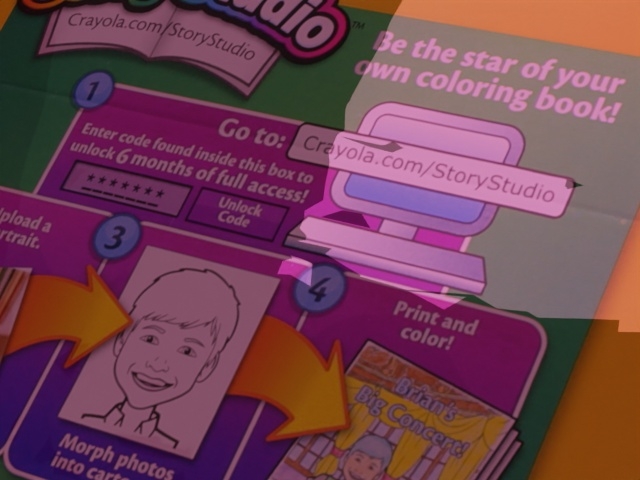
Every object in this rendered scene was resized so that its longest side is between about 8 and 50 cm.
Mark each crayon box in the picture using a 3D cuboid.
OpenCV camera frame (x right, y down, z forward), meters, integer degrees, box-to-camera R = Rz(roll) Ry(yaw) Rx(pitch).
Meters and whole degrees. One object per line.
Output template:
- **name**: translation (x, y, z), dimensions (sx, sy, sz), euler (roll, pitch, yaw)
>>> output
- **crayon box**: translation (-0.022, 0.037, 0.731), dimensions (0.363, 0.106, 0.313), euler (14, 66, 29)
